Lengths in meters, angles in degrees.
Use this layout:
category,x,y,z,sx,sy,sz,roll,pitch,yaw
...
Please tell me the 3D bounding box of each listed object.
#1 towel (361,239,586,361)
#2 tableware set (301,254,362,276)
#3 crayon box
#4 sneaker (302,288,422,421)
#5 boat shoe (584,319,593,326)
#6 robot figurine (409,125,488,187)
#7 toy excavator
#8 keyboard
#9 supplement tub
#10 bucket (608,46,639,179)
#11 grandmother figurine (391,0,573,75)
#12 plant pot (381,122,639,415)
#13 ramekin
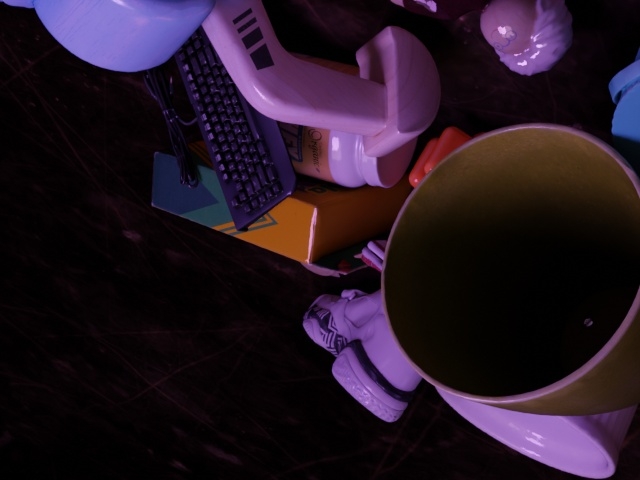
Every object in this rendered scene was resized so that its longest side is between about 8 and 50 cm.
category,x,y,z,sx,sy,sz,roll,pitch,yaw
towel,0.217,0.080,1.661,0.237,0.037,0.329,39,-160,31
tableware set,0.000,0.000,2.042,0.141,0.020,0.169,1,141,41
crayon box,-0.030,-0.056,1.742,0.318,0.202,0.081,20,114,33
sneaker,0.103,0.113,2.020,0.137,0.210,0.366,40,-175,-18
boat shoe,0.366,0.075,1.614,0.277,0.096,0.098,6,136,-6
robot figurine,0.214,-0.044,1.657,0.219,0.128,0.158,35,117,-9
toy excavator,-0.128,-0.257,1.453,0.222,0.433,0.445,-28,84,58
keyboard,-0.137,-0.160,1.649,0.201,0.033,0.317,-36,68,45
supplement tub,0.005,-0.145,1.663,0.199,0.144,0.144,16,149,24
bucket,0.407,-0.138,1.257,0.281,0.183,0.281,23,151,13
grandmother figurine,0.110,-0.288,1.386,0.342,0.104,0.208,37,160,-7
plant pot,0.252,0.066,1.383,0.275,0.275,0.293,7,164,36
ramekin,0.309,0.203,1.920,0.277,0.135,0.277,28,163,9
